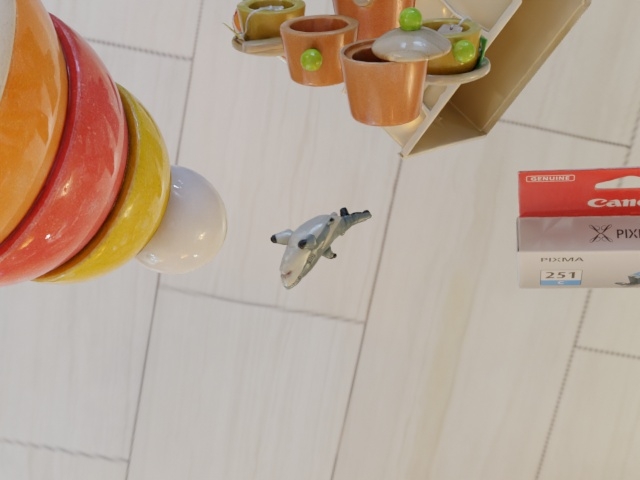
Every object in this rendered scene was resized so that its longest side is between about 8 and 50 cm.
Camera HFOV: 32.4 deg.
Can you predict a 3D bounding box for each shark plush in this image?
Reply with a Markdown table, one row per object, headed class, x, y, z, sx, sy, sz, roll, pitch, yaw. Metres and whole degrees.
| class | x | y | z | sx | sy | sz | roll | pitch | yaw |
| --- | --- | --- | --- | --- | --- | --- | --- | --- | --- |
| shark plush | 0.000 | 0.000 | 1.489 | 0.073 | 0.161 | 0.067 | 1 | 119 | 42 |

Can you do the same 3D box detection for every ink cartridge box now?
| class | x | y | z | sx | sy | sz | roll | pitch | yaw |
| --- | --- | --- | --- | --- | --- | --- | --- | --- | --- |
| ink cartridge box | 0.417 | -0.011 | 1.510 | 0.296 | 0.261 | 0.066 | -1 | 65 | 10 |

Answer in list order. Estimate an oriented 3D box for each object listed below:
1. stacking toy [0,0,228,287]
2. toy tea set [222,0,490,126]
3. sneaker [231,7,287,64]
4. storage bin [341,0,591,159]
| class | x | y | z | sx | sy | sz | roll | pitch | yaw |
| --- | --- | --- | --- | --- | --- | --- | --- | --- | --- |
| stacking toy | -0.268 | -0.066 | 1.052 | 0.350 | 0.350 | 0.480 | -46 | 144 | 12 |
| toy tea set | 0.044 | -0.216 | 1.013 | 0.200 | 0.336 | 0.124 | -14 | 118 | -21 |
| sneaker | -0.034 | -0.276 | 1.499 | 0.175 | 0.064 | 0.067 | 19 | 143 | -26 |
| storage bin | 0.195 | -0.253 | 1.405 | 0.123 | 0.262 | 0.260 | 46 | 119 | 16 |
